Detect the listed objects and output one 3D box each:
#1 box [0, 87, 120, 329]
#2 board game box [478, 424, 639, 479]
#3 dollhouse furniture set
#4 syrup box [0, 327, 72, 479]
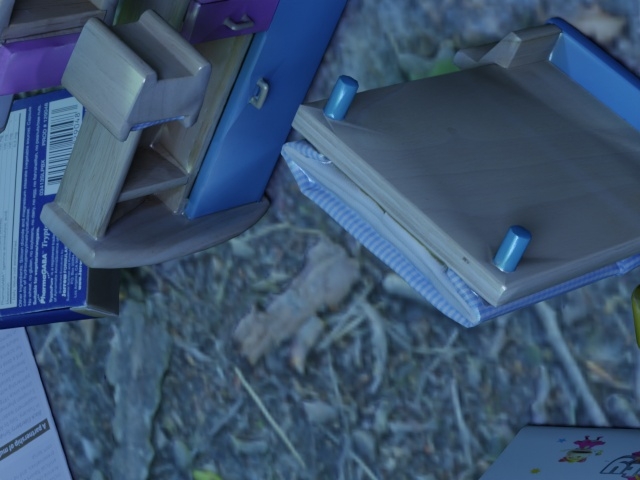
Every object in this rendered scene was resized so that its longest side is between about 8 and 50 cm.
[{"bbox_3d":[-0.213,-0.012,1.059,0.225,0.036,0.136,-8,75,34],"label":"box"},{"bbox_3d":[0.215,0.254,0.899,0.224,0.097,0.303,-2,110,32],"label":"board game box"},{"bbox_3d":[0.000,0.000,0.808,0.303,0.286,0.198,42,127,25],"label":"dollhouse furniture set"},{"bbox_3d":[-0.229,0.171,1.146,0.093,0.096,0.237,-5,106,35],"label":"syrup box"}]
